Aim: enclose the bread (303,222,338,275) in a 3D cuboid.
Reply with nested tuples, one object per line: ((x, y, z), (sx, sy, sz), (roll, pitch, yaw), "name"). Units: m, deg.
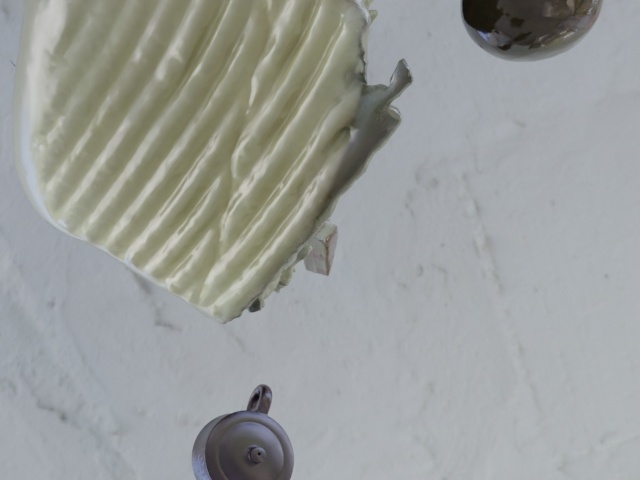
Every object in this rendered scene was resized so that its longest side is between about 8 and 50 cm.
((0.000, 0.000, 1.372), (0.043, 0.062, 0.109), (13, -25, 10), "bread")

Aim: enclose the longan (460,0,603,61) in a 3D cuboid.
((0.138, -0.176, 0.675), (0.119, 0.106, 0.106), (28, -66, -32), "longan")

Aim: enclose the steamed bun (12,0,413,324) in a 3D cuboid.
((-0.069, -0.129, 0.731), (0.274, 0.272, 0.290), (26, -67, 2), "steamed bun")

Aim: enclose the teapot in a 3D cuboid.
((-0.050, 0.146, 0.680), (0.068, 0.100, 0.045), (23, -25, -19), "teapot")

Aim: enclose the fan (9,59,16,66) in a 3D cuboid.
((-0.310, -0.163, 1.093), (0.003, 0.080, 0.060), (-42, -38, -4), "fan")
